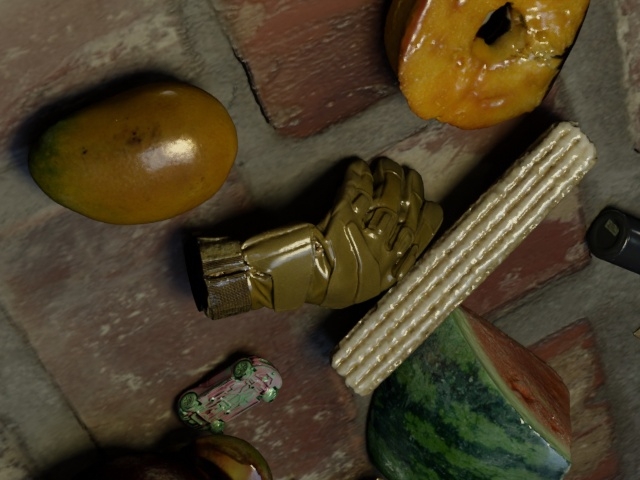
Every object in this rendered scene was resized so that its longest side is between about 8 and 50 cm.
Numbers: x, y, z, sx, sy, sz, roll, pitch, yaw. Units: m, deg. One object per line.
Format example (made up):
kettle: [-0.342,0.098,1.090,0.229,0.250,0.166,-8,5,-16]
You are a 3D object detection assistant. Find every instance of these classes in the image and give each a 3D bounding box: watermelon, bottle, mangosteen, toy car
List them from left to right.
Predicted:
mangosteen: [-0.185,0.381,1.753,0.347,0.307,0.307,-43,138,-35]
toy car: [-0.115,0.190,1.796,0.142,0.055,0.069,-32,131,13]
watermelon: [0.240,0.212,1.917,0.292,0.283,0.250,-45,152,-28]
bottle: [0.475,0.025,1.983,0.244,0.072,0.082,18,123,-35]

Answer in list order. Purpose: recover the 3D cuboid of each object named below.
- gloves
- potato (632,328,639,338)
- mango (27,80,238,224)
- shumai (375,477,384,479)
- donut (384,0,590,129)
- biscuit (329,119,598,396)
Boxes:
gloves: [0.004,0.010,1.680,0.331,0.141,0.154,-16,126,-18]
potato: [0.508,0.122,2.090,0.093,0.036,0.037,-43,127,3]
mango: [-0.197,-0.088,1.525,0.221,0.120,0.151,-20,125,-6]
shumai: [0.066,0.423,2.003,0.201,0.120,0.201,-1,128,-1]
donut: [0.187,-0.245,1.621,0.253,0.118,0.253,-14,124,-21]
biscuit: [0.181,0.019,1.786,0.426,0.078,0.144,-46,175,8]
